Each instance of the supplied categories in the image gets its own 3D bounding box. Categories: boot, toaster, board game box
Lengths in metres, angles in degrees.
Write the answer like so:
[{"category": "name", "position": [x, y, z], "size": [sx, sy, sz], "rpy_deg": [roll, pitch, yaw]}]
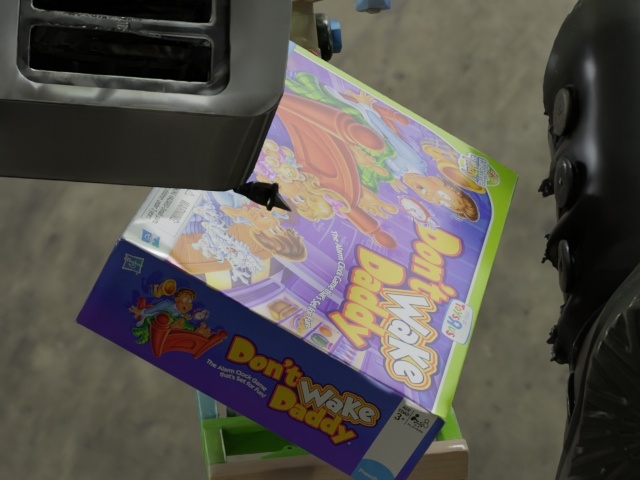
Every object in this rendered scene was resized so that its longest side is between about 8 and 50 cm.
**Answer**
[{"category": "boot", "position": [0.253, -0.039, 1.304], "size": [0.367, 0.146, 0.445], "rpy_deg": [112, 171, -47]}, {"category": "toaster", "position": [-0.095, -0.113, 0.857], "size": [0.110, 0.186, 0.168], "rpy_deg": [125, 147, -69]}, {"category": "board game box", "position": [0.000, 0.000, 1.267], "size": [0.078, 0.233, 0.347], "rpy_deg": [-58, 4, 32]}]

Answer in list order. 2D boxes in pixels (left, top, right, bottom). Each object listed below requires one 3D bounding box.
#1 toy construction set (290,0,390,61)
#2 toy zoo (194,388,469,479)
[{"category": "toy construction set", "position": [0.000, -0.134, 1.653], "size": [0.215, 0.151, 0.327], "rpy_deg": [-176, 95, -83]}, {"category": "toy zoo", "position": [-0.006, 0.097, 1.423], "size": [0.192, 0.030, 0.293], "rpy_deg": [-5, 31, -6]}]
